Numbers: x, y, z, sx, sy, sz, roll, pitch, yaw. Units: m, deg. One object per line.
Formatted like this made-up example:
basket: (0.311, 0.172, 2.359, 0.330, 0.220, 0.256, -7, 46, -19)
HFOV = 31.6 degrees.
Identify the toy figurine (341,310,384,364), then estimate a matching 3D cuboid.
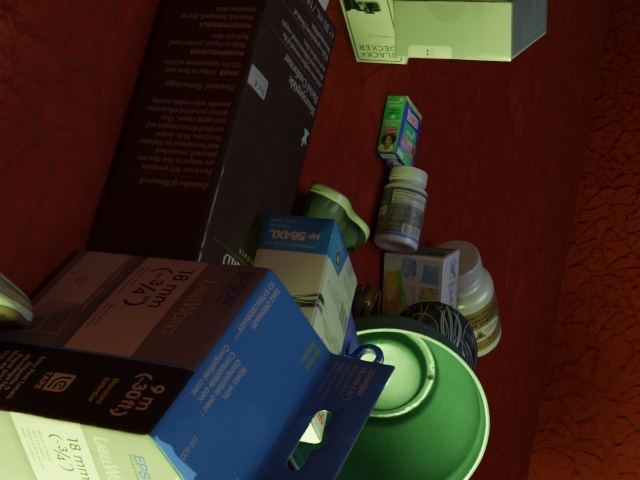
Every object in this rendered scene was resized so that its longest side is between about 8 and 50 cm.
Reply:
toy figurine: (-0.014, 0.144, 1.385, 0.362, 0.217, 0.191, -71, 147, -47)

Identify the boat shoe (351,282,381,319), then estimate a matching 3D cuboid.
boat shoe: (0.072, 0.155, 1.843, 0.064, 0.060, 0.177, -37, 128, -60)

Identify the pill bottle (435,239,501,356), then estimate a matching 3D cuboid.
pill bottle: (0.278, 0.114, 2.219, 0.229, 0.131, 0.131, 72, 33, -42)

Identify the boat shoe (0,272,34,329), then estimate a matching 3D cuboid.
boat shoe: (-0.303, 0.021, 0.950, 0.190, 0.068, 0.072, 46, 42, -60)

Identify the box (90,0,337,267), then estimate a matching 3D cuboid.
box: (-0.109, -0.125, 1.270, 0.191, 0.143, 0.381, 45, 56, -62)

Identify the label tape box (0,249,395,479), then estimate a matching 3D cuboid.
label tape box: (-0.132, 0.124, 1.021, 0.240, 0.334, 0.105, -55, 143, -49)

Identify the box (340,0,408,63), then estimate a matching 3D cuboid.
box: (0.088, -0.430, 1.716, 0.290, 0.087, 0.169, 69, 34, -45)

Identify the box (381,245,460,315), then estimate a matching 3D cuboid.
box: (0.175, 0.117, 2.003, 0.103, 0.114, 0.203, -20, 114, -66)

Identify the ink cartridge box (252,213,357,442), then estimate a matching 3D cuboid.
ink cartridge box: (-0.029, 0.095, 1.215, 0.148, 0.086, 0.203, 72, 29, -59)

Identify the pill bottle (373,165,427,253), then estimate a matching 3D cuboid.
pill bottle: (0.140, -0.054, 1.930, 0.078, 0.078, 0.137, 43, 56, -61)

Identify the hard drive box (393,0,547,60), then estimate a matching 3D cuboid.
hard drive box: (0.234, -0.343, 1.733, 0.232, 0.181, 0.089, -38, 130, -59)

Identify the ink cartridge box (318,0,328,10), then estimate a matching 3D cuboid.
ink cartridge box: (-0.030, -0.374, 1.452, 0.090, 0.092, 0.143, 60, 40, -52)

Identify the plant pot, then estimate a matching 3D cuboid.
plant pot: (0.095, 0.230, 1.681, 0.196, 0.293, 0.293, -82, 170, -72)

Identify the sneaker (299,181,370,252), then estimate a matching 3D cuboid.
sneaker: (0.000, 0.000, 1.648, 0.118, 0.083, 0.222, -60, 159, -7)

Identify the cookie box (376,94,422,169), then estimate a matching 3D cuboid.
cookie box: (0.136, -0.183, 1.939, 0.092, 0.040, 0.107, 39, 59, -62)

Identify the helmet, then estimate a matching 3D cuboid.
helmet: (0.179, 0.188, 1.852, 0.161, 0.169, 0.169, -60, 176, 40)
